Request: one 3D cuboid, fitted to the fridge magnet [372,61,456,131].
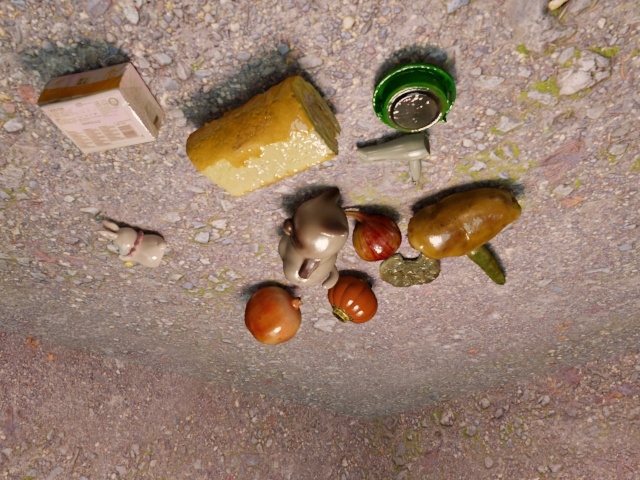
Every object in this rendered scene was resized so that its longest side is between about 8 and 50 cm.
[{"bbox_3d":[0.234,-0.351,1.196,0.208,0.088,0.208,1,145,1],"label":"fridge magnet"}]

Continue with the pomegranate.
[{"bbox_3d":[-0.190,0.315,2.053,0.270,0.252,0.229,-39,140,17],"label":"pomegranate"}]

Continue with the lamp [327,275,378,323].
[{"bbox_3d":[0.133,0.244,1.971,0.223,0.196,0.223,36,163,13],"label":"lamp"}]

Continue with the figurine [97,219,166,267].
[{"bbox_3d":[-0.699,0.017,1.755,0.236,0.127,0.155,23,150,-19],"label":"figurine"}]

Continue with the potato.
[{"bbox_3d":[0.458,-0.055,1.550,0.369,0.195,0.176,-25,171,21],"label":"potato"}]

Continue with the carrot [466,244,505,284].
[{"bbox_3d":[0.650,0.096,1.843,0.074,0.074,0.359,-22,140,30],"label":"carrot"}]

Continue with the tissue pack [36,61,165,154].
[{"bbox_3d":[-0.553,-0.337,1.223,0.225,0.124,0.185,-7,144,12],"label":"tissue pack"}]

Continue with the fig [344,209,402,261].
[{"bbox_3d":[0.174,-0.032,1.620,0.175,0.175,0.207,-19,114,27],"label":"fig"}]

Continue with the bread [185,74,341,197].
[{"bbox_3d":[-0.156,-0.268,1.269,0.376,0.165,0.236,-19,138,30],"label":"bread"}]

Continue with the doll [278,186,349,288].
[{"bbox_3d":[-0.029,0.008,1.625,0.226,0.214,0.370,1,144,-7],"label":"doll"}]

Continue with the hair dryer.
[{"bbox_3d":[0.240,-0.222,1.424,0.207,0.075,0.237,-7,153,25],"label":"hair dryer"}]

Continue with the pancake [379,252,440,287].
[{"bbox_3d":[0.358,0.122,1.921,0.254,0.037,0.253,2,146,1],"label":"pancake"}]

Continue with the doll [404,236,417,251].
[{"bbox_3d":[0.365,0.005,1.732,0.113,0.071,0.135,15,149,-5],"label":"doll"}]
